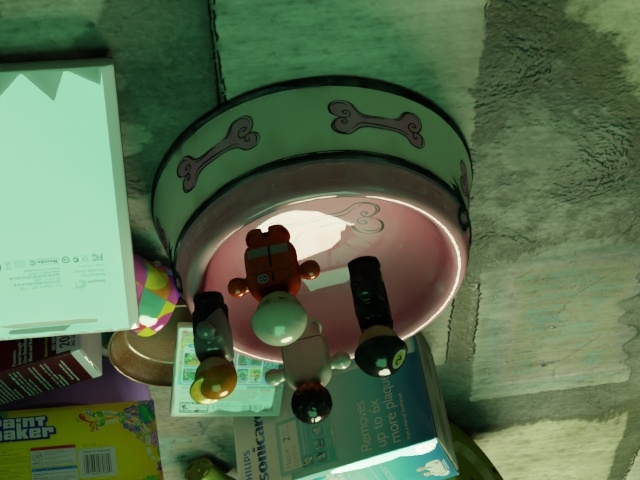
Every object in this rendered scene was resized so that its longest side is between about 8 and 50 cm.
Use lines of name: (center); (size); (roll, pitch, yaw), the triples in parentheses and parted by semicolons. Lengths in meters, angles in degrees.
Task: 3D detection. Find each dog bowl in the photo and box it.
dog bowl: (0.000, 0.000, 1.413); (0.408, 0.150, 0.408); (-6, 139, -5)

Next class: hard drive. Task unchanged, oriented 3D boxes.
hard drive: (-0.321, -0.040, 1.284); (0.210, 0.040, 0.319); (-4, 115, -6)

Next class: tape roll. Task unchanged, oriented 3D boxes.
tape roll: (-0.388, 0.278, 1.712); (0.275, 0.090, 0.275); (-6, 139, -5)

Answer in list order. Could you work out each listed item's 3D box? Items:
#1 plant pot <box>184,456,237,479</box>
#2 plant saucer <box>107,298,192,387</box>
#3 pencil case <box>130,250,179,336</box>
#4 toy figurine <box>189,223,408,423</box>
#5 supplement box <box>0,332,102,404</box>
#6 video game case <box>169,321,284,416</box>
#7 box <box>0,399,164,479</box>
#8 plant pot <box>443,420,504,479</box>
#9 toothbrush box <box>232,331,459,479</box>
plant pot: (-0.187, 0.404, 1.918); (0.083, 0.083, 0.079); (-19, 127, 11)
plant saucer: (-0.200, 0.139, 1.625); (0.198, 0.036, 0.198); (-5, 140, -4)
pencil case: (-0.279, 0.032, 1.439); (0.104, 0.104, 0.236); (-29, 138, 22)
toy figurine: (-0.031, 0.108, 1.302); (0.213, 0.148, 0.209); (20, 132, -32)
supplement box: (-0.410, 0.140, 1.510); (0.239, 0.130, 0.073); (-18, 141, 8)
video game case: (-0.126, 0.180, 1.603); (0.157, 0.019, 0.143); (2, 113, -14)
box: (-0.375, 0.369, 1.584); (0.290, 0.177, 0.279); (-2, 145, -17)
plant pot: (0.129, 0.485, 1.893); (0.353, 0.366, 0.366); (-39, 133, 15)
toothbrush box: (0.029, 0.264, 1.681); (0.295, 0.216, 0.126); (-19, 139, 13)
